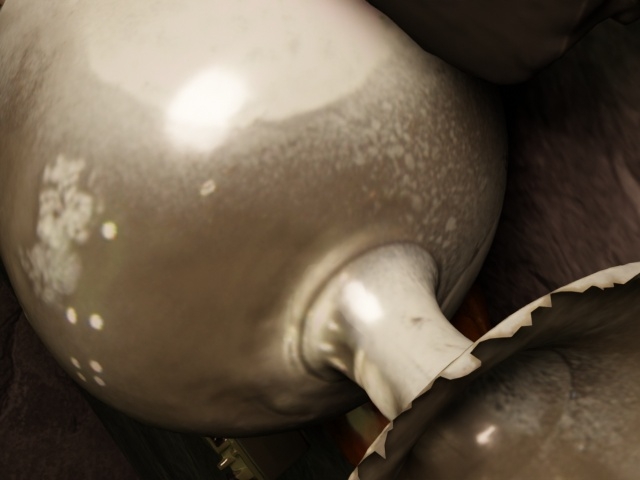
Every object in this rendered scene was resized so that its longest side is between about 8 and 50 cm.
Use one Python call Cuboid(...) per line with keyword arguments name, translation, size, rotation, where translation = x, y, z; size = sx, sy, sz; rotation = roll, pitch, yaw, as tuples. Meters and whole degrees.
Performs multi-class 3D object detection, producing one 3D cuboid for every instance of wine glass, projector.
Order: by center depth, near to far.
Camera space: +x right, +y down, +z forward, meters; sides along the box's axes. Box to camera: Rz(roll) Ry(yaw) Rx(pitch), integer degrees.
Cuboid(name="wine glass", translation=(0.000, 0.000, 0.572), size=(0.323, 0.238, 0.238), rotation=(49, 161, 38))
Cuboid(name="projector", translation=(-0.132, 0.089, 1.250), size=(0.193, 0.088, 0.269), rotation=(32, 158, 56))

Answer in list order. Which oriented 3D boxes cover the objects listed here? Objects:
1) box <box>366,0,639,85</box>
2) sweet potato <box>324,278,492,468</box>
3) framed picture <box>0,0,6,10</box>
Cuboid(name="box", translation=(-0.021, -0.234, 0.361), size=(0.350, 0.091, 0.359), rotation=(39, 158, 15))
Cuboid(name="sweet potato", translation=(0.034, 0.041, 0.742), size=(0.112, 0.112, 0.359), rotation=(82, 169, -54))
Cuboid(name="framed picture", translation=(-0.184, -0.080, 1.213), size=(0.247, 0.022, 0.335), rotation=(46, 168, 36))
